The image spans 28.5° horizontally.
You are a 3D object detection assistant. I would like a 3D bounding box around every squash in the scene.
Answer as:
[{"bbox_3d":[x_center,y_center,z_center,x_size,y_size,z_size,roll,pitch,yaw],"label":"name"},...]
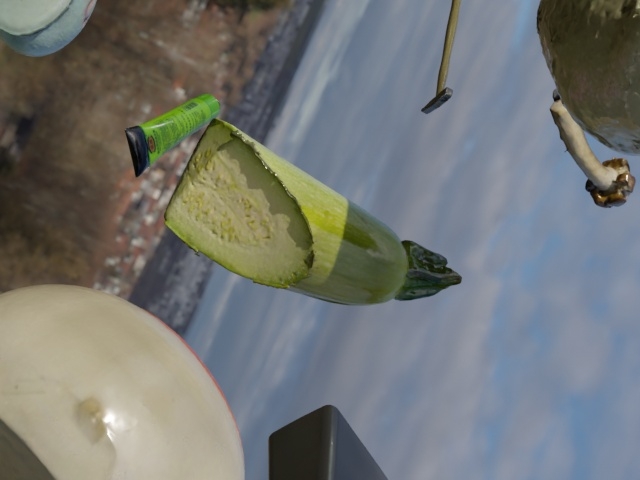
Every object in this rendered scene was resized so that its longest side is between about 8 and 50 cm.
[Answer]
[{"bbox_3d":[-0.001,0.000,0.826,0.090,0.200,0.075,-64,-174,10],"label":"squash"}]

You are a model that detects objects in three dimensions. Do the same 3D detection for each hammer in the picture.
[{"bbox_3d":[0.168,-0.256,1.675,0.062,0.013,0.198,-38,-147,53],"label":"hammer"}]

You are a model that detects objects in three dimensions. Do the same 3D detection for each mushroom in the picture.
[{"bbox_3d":[0.331,-0.110,1.533,0.061,0.187,0.060,4,-127,45],"label":"mushroom"}]

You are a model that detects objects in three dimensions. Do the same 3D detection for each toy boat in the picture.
[{"bbox_3d":[-0.298,-0.300,1.388,0.079,0.134,0.207,52,45,-75],"label":"toy boat"}]

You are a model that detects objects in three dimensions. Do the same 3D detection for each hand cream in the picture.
[{"bbox_3d":[-0.111,-0.083,0.943,0.122,0.023,0.036,-46,131,-59],"label":"hand cream"}]

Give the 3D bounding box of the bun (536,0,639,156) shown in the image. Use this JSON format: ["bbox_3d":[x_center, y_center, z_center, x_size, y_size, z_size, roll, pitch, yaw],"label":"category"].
[{"bbox_3d":[0.227,-0.136,0.657,0.239,0.239,0.141,-71,144,-51],"label":"bun"}]

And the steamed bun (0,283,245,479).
[{"bbox_3d":[-0.136,0.125,0.801,0.145,0.232,0.232,-38,168,-33],"label":"steamed bun"}]

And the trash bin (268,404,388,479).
[{"bbox_3d":[0.012,0.351,1.653,0.115,0.165,0.225,-29,-161,12],"label":"trash bin"}]
